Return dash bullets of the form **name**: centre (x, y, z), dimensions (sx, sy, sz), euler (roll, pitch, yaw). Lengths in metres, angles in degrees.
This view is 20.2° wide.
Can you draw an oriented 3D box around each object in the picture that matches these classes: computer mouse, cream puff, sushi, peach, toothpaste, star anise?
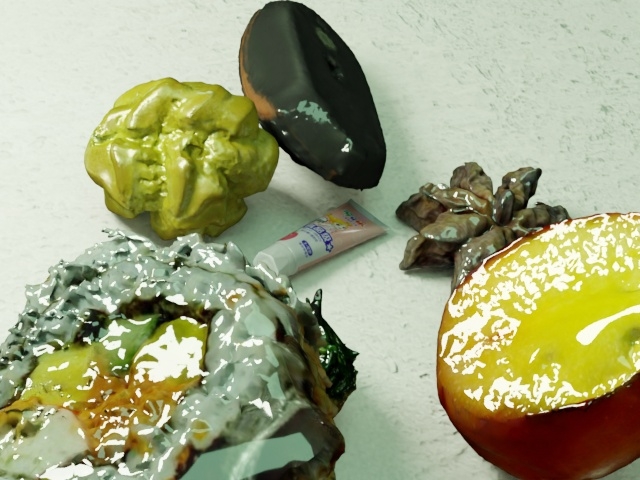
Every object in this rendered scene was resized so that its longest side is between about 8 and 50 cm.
- **computer mouse**: centre (-0.016, -0.171, 2.211), dimensions (0.183, 0.116, 0.323), euler (30, 28, -30)
- **cream puff**: centre (-0.160, -0.087, 2.058), dimensions (0.221, 0.194, 0.194), euler (9, 43, -3)
- **sushi**: centre (-0.033, 0.122, 1.897), dimensions (0.149, 0.140, 0.287), euler (-4, 47, -12)
- **peach**: centre (0.278, 0.106, 1.869), dimensions (0.281, 0.338, 0.281), euler (14, 52, -19)
- **toothpaste**: centre (0.000, 0.000, 2.114), dimensions (0.067, 0.043, 0.194), euler (36, 40, 24)
- **star anise**: centre (0.207, -0.015, 2.151), dimensions (0.223, 0.109, 0.236), euler (6, 46, -7)
- **sushi**: centre (-0.175, 0.175, 1.711), dimensions (0.417, 0.176, 0.417), euler (-7, 48, 8)
